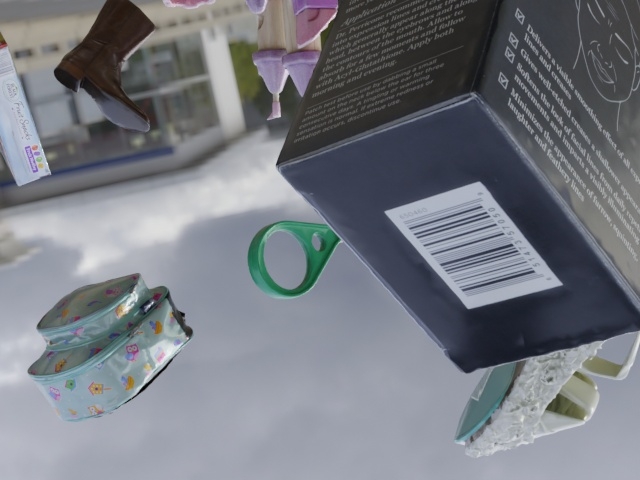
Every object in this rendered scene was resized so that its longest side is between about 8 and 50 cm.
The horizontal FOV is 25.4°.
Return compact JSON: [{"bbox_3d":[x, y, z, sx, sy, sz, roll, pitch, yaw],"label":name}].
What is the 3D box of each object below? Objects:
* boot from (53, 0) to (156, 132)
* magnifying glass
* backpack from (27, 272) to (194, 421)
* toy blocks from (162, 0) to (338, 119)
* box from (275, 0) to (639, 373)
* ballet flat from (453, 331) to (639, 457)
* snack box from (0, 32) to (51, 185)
[{"bbox_3d":[-0.180,-0.169,1.336,0.114,0.106,0.037,-58,-171,-34],"label":"boot"},{"bbox_3d":[0.000,0.000,1.725,0.231,0.092,0.026,-28,-173,-40],"label":"magnifying glass"},{"bbox_3d":[-0.276,0.137,1.795,0.165,0.144,0.188,-11,-148,39],"label":"backpack"},{"bbox_3d":[-0.002,-0.294,1.659,0.308,0.260,0.288,-2,174,-23],"label":"toy blocks"},{"bbox_3d":[0.171,-0.133,1.308,0.212,0.293,0.395,-18,-143,37],"label":"box"},{"bbox_3d":[0.280,0.144,1.637,0.147,0.147,0.409,-17,149,-33],"label":"ballet flat"},{"bbox_3d":[-0.296,-0.135,1.318,0.037,0.141,0.100,-20,-144,-13],"label":"snack box"}]
